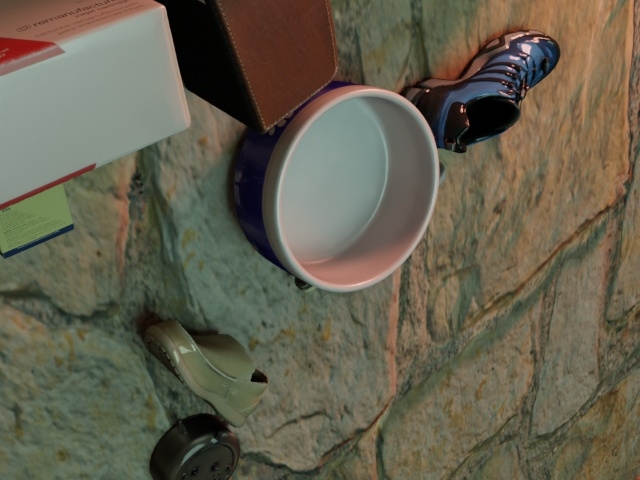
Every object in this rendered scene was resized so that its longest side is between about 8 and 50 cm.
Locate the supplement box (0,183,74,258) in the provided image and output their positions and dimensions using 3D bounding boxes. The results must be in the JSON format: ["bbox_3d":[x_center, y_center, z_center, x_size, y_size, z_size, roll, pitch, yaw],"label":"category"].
[{"bbox_3d":[-0.317,-0.041,0.988,0.083,0.056,0.083,-27,133,-27],"label":"supplement box"}]

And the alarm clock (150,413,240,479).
[{"bbox_3d":[-0.186,0.341,1.378,0.129,0.064,0.192,-1,121,-43],"label":"alarm clock"}]

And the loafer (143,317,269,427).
[{"bbox_3d":[-0.149,0.165,1.266,0.092,0.102,0.268,-47,148,-10],"label":"loafer"}]

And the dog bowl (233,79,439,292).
[{"bbox_3d":[0.023,-0.072,1.210,0.264,0.104,0.265,-13,113,-34],"label":"dog bowl"}]

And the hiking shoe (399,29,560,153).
[{"bbox_3d":[0.256,-0.205,1.355,0.304,0.132,0.113,-33,135,-23],"label":"hiking shoe"}]

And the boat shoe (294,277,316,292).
[{"bbox_3d":[0.000,0.000,1.324,0.049,0.056,0.152,31,84,-44],"label":"boat shoe"}]

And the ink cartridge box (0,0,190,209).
[{"bbox_3d":[-0.269,-0.152,0.794,0.197,0.273,0.114,-28,130,-27],"label":"ink cartridge box"}]

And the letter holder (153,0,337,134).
[{"bbox_3d":[-0.067,-0.307,0.970,0.214,0.152,0.302,-39,137,-19],"label":"letter holder"}]

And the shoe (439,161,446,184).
[{"bbox_3d":[0.119,-0.044,1.397,0.178,0.063,0.081,-37,138,-11],"label":"shoe"}]
